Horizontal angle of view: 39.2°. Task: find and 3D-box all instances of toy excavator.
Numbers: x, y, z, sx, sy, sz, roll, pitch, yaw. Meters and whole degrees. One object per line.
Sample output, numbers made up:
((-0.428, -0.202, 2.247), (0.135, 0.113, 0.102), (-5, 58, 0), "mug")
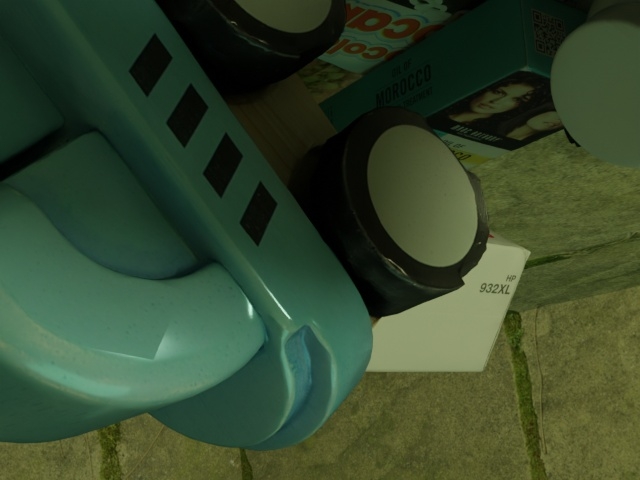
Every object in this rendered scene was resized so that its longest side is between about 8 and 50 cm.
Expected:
((-0.184, -0.020, 0.409), (0.222, 0.433, 0.445), (-26, -167, 46), "toy excavator")

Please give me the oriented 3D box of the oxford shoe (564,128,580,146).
((0.261, -0.145, 0.811), (0.096, 0.082, 0.227), (-13, 166, 7), "oxford shoe")

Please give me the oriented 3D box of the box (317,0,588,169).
((0.091, -0.095, 0.659), (0.100, 0.060, 0.244), (10, 161, -34), "box")

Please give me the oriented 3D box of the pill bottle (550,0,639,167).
((0.233, -0.127, 0.537), (0.208, 0.117, 0.117), (-35, -178, -32), "pill bottle")

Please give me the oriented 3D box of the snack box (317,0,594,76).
((0.055, -0.179, 0.589), (0.322, 0.060, 0.187), (12, 157, -38), "snack box")

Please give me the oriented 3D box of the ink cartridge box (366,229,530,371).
((0.000, 0.000, 0.848), (0.223, 0.129, 0.307), (6, -162, -37), "ink cartridge box")
